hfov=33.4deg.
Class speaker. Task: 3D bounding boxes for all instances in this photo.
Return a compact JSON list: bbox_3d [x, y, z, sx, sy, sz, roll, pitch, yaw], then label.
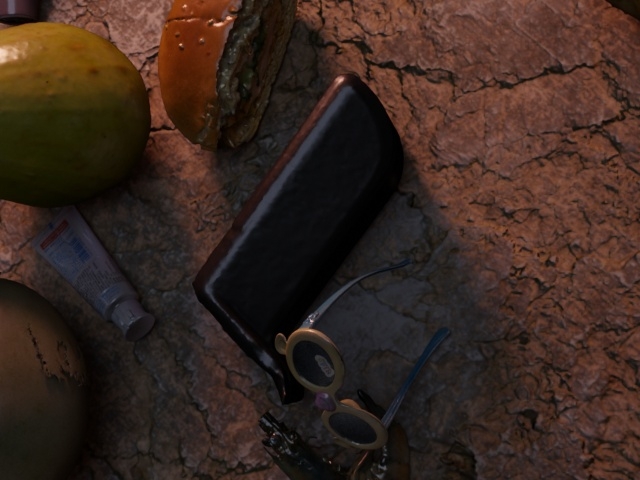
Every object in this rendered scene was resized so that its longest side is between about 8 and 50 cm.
[{"bbox_3d":[0.000,0.000,1.380,0.184,0.180,0.388,35,92,10],"label":"speaker"}]

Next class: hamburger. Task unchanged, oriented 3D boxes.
[{"bbox_3d":[-0.145,-0.267,1.471,0.156,0.144,0.283,18,88,17],"label":"hamburger"}]

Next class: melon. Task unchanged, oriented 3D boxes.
[{"bbox_3d":[-0.436,0.198,1.404,0.268,0.268,0.330,-13,66,12],"label":"melon"}]

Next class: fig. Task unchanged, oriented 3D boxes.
[{"bbox_3d":[-0.398,-0.172,1.434,0.258,0.326,0.258,2,94,44],"label":"fig"}]

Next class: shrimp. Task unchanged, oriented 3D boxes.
[{"bbox_3d":[0.025,0.263,1.353,0.217,0.051,0.150,40,78,-13],"label":"shrimp"}]

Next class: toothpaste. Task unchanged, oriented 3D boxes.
[{"bbox_3d":[-0.324,0.046,1.515,0.089,0.057,0.234,-46,67,2],"label":"toothpaste"}]

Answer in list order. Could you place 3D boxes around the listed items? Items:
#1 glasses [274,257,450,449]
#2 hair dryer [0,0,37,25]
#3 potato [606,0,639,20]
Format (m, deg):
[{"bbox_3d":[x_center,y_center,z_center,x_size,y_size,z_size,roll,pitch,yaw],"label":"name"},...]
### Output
[{"bbox_3d":[0.077,0.132,1.302,0.220,0.088,0.190,-40,113,-23],"label":"glasses"},{"bbox_3d":[-0.343,-0.485,1.589,0.361,0.121,0.301,-3,89,9],"label":"hair dryer"},{"bbox_3d":[0.470,-0.354,1.294,0.359,0.219,0.270,11,74,23],"label":"potato"}]
